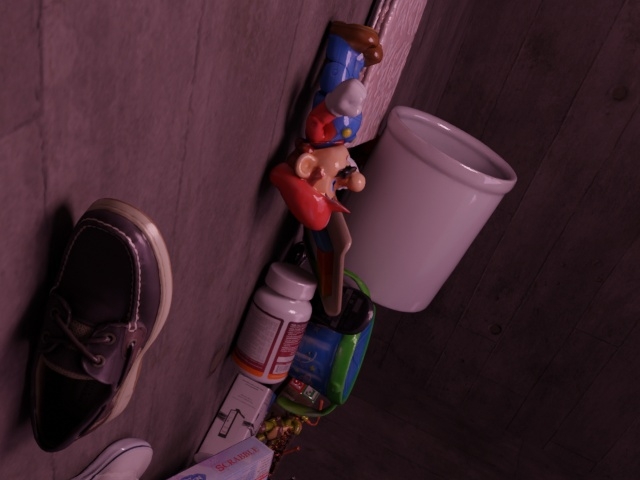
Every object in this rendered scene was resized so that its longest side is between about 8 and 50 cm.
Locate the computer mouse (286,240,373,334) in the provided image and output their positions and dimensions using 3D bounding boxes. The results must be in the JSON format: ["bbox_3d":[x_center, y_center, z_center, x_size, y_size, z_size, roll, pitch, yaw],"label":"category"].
[{"bbox_3d":[0.022,0.097,1.484,0.060,0.262,0.184,40,67,-51],"label":"computer mouse"}]

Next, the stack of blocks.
[{"bbox_3d":[-0.078,0.445,2.054,0.297,0.087,0.171,-53,179,44],"label":"stack of blocks"}]

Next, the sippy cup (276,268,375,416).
[{"bbox_3d":[-0.017,0.220,1.593,0.240,0.224,0.306,88,24,-59],"label":"sippy cup"}]

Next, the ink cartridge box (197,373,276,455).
[{"bbox_3d":[-0.189,0.421,1.625,0.203,0.085,0.148,-63,170,-14],"label":"ink cartridge box"}]

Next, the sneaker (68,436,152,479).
[{"bbox_3d":[-0.279,0.345,0.942,0.094,0.091,0.258,-67,170,12],"label":"sneaker"}]

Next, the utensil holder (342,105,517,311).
[{"bbox_3d":[0.223,-0.070,1.685,0.386,0.327,0.327,-62,172,24],"label":"utensil holder"}]

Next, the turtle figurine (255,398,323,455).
[{"bbox_3d":[-0.122,0.497,1.892,0.217,0.087,0.269,3,137,-38],"label":"turtle figurine"}]

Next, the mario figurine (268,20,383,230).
[{"bbox_3d":[0.043,-0.168,1.135,0.198,0.170,0.321,12,96,-45],"label":"mario figurine"}]

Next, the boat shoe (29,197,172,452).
[{"bbox_3d":[-0.213,0.093,0.658,0.285,0.102,0.092,-65,177,35],"label":"boat shoe"}]

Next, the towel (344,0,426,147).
[{"bbox_3d":[0.119,-0.355,1.450,0.332,0.053,0.317,-69,169,19],"label":"towel"}]

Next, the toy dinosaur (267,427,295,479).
[{"bbox_3d":[-0.165,0.593,1.694,0.218,0.164,0.322,142,-37,-63],"label":"toy dinosaur"}]

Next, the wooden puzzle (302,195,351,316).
[{"bbox_3d":[0.000,0.000,1.379,0.239,0.044,0.221,99,-22,-52],"label":"wooden puzzle"}]

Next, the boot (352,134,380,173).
[{"bbox_3d":[0.109,-0.202,1.761,0.158,0.059,0.084,-63,165,-7],"label":"boot"}]

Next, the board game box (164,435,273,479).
[{"bbox_3d":[-0.244,0.560,1.322,0.318,0.065,0.318,-11,122,-51],"label":"board game box"}]

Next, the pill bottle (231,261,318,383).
[{"bbox_3d":[-0.089,0.162,1.413,0.221,0.121,0.121,-68,170,15],"label":"pill bottle"}]

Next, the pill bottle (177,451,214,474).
[{"bbox_3d":[-0.264,0.552,1.460,0.215,0.117,0.117,-66,170,4],"label":"pill bottle"}]
